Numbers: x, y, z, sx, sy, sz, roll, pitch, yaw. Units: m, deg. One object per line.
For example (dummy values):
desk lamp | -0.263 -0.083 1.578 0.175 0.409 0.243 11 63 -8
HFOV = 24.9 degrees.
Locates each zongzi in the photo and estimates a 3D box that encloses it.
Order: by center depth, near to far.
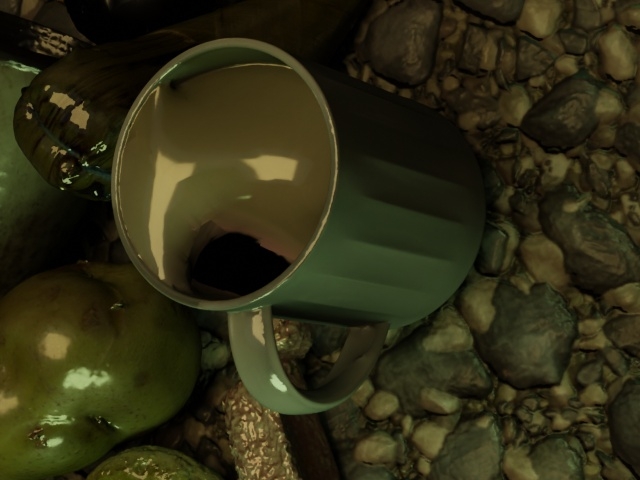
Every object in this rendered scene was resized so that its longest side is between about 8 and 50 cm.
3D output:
zongzi | -0.107 -0.176 1.436 0.360 0.323 0.160 -43 73 14

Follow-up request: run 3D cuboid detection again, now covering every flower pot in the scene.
flower pot | -0.385 -0.083 1.618 0.293 0.293 0.330 28 106 30

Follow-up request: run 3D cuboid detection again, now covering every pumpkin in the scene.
pumpkin | -0.183 -0.306 1.583 0.233 0.163 0.233 -5 79 29

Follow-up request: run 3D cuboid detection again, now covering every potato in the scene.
potato | -0.289 0.153 1.554 0.351 0.218 0.202 -40 67 19

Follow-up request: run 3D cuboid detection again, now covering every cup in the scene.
cup | 0.000 0.000 1.342 0.237 0.327 0.323 -11 78 28

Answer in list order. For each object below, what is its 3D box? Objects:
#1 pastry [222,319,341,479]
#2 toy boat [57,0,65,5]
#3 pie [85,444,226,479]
pastry | -0.036 0.217 1.467 0.112 0.103 0.265 -16 74 24
toy boat | -0.306 -0.367 1.717 0.088 0.068 0.226 -33 68 17
pie | -0.172 0.355 1.527 0.277 0.078 0.277 1 93 21
